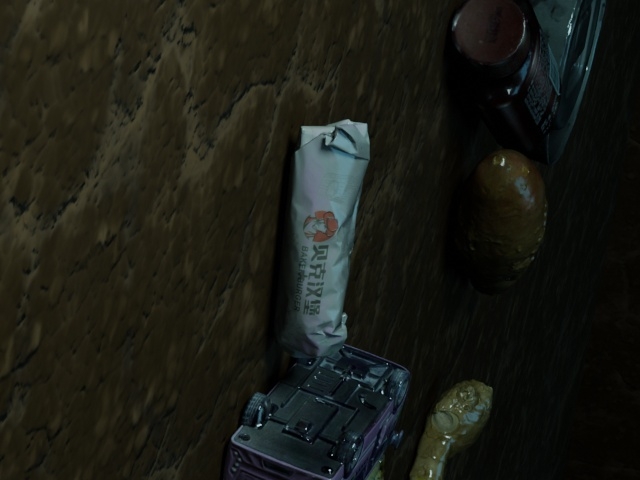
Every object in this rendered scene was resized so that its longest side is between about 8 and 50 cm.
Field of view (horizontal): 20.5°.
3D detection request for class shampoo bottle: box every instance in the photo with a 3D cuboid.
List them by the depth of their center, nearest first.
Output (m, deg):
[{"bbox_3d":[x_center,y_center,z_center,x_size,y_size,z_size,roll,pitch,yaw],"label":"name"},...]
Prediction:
[{"bbox_3d":[0.193,-0.179,1.833,0.323,0.084,0.129,26,76,-75],"label":"shampoo bottle"}]

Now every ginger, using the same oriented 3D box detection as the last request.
[{"bbox_3d":[0.153,0.243,2.156,0.165,0.067,0.096,-61,165,-1],"label":"ginger"}]

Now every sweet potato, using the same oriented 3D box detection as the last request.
[{"bbox_3d":[0.199,0.001,2.011,0.385,0.109,0.109,85,23,-67],"label":"sweet potato"}]

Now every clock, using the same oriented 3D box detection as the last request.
[{"bbox_3d":[0.301,-0.247,2.223,0.312,0.061,0.313,15,90,-76],"label":"clock"}]

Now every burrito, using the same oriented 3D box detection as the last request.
[{"bbox_3d":[0.000,-0.001,1.311,0.064,0.064,0.203,-51,150,-59],"label":"burrito"}]

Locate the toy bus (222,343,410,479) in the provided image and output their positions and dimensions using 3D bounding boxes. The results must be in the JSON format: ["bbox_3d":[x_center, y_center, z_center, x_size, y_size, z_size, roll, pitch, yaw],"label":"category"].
[{"bbox_3d":[-0.002,0.159,1.388,0.199,0.096,0.108,-44,151,-61],"label":"toy bus"}]

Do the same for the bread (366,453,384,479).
[{"bbox_3d":[0.018,0.311,1.659,0.128,0.088,0.232,-68,161,-62],"label":"bread"}]
